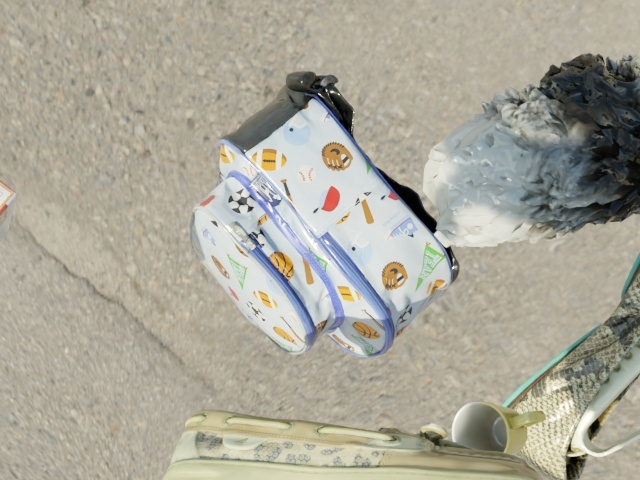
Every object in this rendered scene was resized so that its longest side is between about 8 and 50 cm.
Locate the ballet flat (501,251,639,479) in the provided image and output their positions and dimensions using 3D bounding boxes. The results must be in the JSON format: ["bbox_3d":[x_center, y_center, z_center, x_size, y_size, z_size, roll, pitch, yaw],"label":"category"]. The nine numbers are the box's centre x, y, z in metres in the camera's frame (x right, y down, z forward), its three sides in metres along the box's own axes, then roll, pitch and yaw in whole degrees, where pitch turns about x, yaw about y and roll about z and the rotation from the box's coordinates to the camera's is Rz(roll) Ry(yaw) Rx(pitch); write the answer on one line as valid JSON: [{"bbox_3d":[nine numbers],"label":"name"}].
[{"bbox_3d":[0.435,0.133,1.144,0.164,0.483,0.182,15,25,-50],"label":"ballet flat"}]

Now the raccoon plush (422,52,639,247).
[{"bbox_3d":[0.322,-0.009,0.477,0.446,0.216,0.299,-25,31,-12],"label":"raccoon plush"}]

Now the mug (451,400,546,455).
[{"bbox_3d":[0.178,0.190,0.857,0.064,0.078,0.062,12,86,-50],"label":"mug"}]

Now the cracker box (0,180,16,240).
[{"bbox_3d":[-0.329,0.048,0.651,0.067,0.156,0.232,39,68,-11],"label":"cracker box"}]

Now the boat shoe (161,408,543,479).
[{"bbox_3d":[0.022,0.165,0.634,0.285,0.104,0.089,0,46,12],"label":"boat shoe"}]

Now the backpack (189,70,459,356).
[{"bbox_3d":[0.000,0.000,0.904,0.263,0.276,0.213,41,78,2],"label":"backpack"}]
